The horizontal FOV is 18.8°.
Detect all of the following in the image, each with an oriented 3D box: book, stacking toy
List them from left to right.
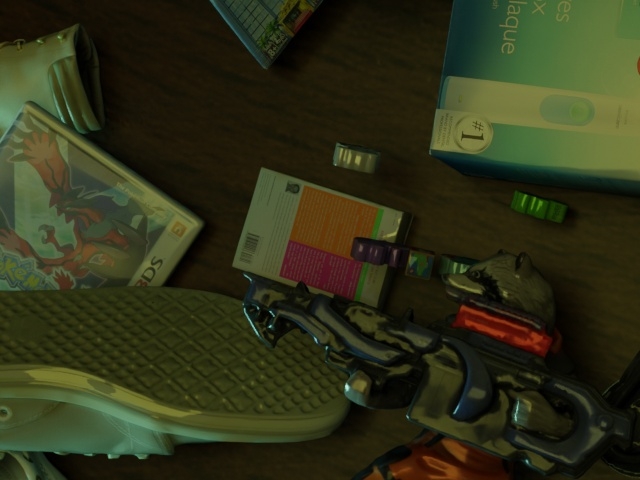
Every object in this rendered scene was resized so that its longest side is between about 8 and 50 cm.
[{"bbox_3d":[0.000,0.000,1.736,0.144,0.035,0.096,19,93,19],"label":"book"},{"bbox_3d":[0.092,0.020,1.674,0.221,0.052,0.167,14,99,1],"label":"stacking toy"}]

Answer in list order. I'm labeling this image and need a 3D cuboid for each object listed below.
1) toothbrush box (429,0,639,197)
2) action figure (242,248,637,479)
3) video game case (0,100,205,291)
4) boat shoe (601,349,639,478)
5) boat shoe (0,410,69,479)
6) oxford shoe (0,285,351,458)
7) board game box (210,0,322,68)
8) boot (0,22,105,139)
[{"bbox_3d":[0.260,-0.148,1.618,0.296,0.126,0.216,9,87,17],"label":"toothbrush box"},{"bbox_3d":[0.079,0.147,1.610,0.341,0.178,0.330,29,95,13],"label":"action figure"},{"bbox_3d":[-0.238,0.001,1.783,0.201,0.023,0.183,35,99,2],"label":"video game case"},{"bbox_3d":[0.359,0.079,1.568,0.340,0.113,0.127,-32,77,13],"label":"boat shoe"},{"bbox_3d":[-0.311,0.207,1.779,0.277,0.096,0.098,40,97,18],"label":"boat shoe"},{"bbox_3d":[-0.196,0.131,1.720,0.449,0.169,0.130,3,127,1],"label":"oxford shoe"},{"bbox_3d":[-0.066,-0.289,1.717,0.194,0.060,0.194,36,98,-21],"label":"board game box"},{"bbox_3d":[-0.299,-0.180,1.827,0.165,0.077,0.213,-19,84,16],"label":"boot"}]
